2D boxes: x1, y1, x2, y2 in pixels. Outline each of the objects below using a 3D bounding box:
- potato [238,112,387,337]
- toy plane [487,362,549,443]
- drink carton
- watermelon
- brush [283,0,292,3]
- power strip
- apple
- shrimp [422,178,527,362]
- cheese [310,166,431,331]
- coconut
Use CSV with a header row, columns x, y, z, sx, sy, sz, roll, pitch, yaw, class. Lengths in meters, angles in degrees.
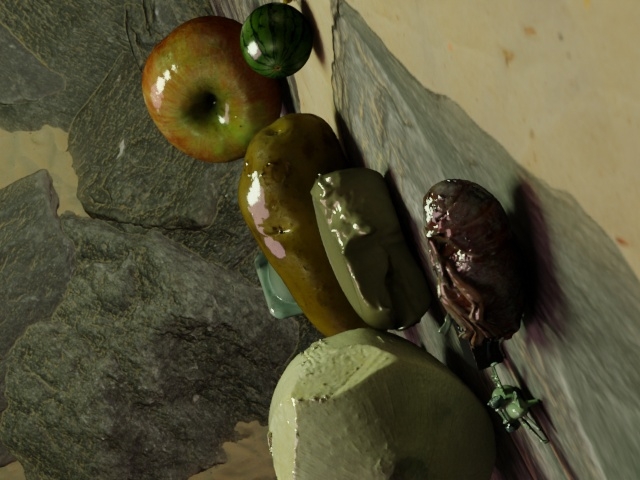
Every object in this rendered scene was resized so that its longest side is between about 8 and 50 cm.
x,y,z,sx,sy,sz,roll,pitch,yaw,class
0.000,0.000,1.044,0.369,0.176,0.195,66,171,-14,potato
0.162,0.140,0.620,0.080,0.033,0.083,55,175,-1,toy plane
-0.041,0.030,1.573,0.190,0.191,0.185,91,163,-49,drink carton
-0.060,-0.271,0.962,0.109,0.109,0.109,159,90,-85,watermelon
-0.034,-0.341,0.847,0.336,0.020,0.086,-139,29,-79,brush
0.131,0.061,0.649,0.038,0.029,0.111,-157,47,-82,power strip
-0.216,-0.316,1.474,0.250,0.277,0.309,-93,6,-46,apple
0.114,0.032,0.528,0.073,0.075,0.190,21,152,39,shrimp
0.062,0.016,0.867,0.175,0.091,0.203,87,160,-72,cheese
0.060,0.223,0.802,0.247,0.244,0.245,-148,38,-84,coconut
